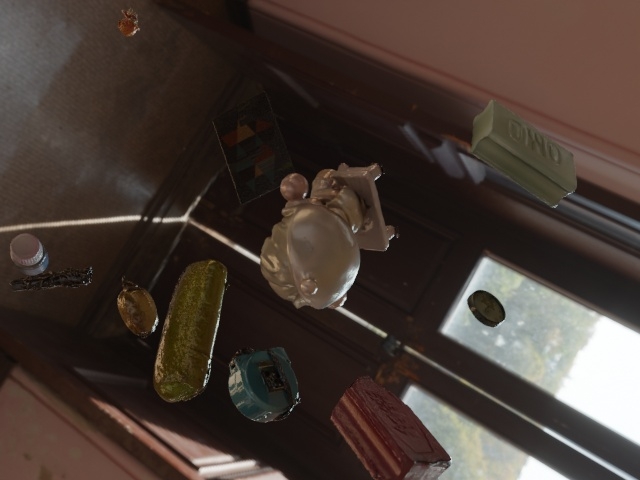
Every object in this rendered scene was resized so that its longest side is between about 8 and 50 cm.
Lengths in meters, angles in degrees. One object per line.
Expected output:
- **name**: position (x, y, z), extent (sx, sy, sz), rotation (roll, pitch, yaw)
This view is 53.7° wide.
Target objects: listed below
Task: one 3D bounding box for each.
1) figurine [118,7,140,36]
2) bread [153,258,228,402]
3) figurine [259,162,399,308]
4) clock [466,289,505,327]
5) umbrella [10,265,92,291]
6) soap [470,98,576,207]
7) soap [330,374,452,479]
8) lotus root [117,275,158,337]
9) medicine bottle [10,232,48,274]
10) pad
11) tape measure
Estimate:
- **figurine**: position (-0.468, -0.537, 1.556), extent (0.047, 0.109, 0.064), rotation (-30, 129, 18)
- **bread**: position (-0.335, 0.217, 1.606), extent (0.166, 0.112, 0.384), rotation (-29, -137, 40)
- **figurine**: position (0.010, 0.005, 0.849), extent (0.257, 0.144, 0.182), rotation (-56, 158, -47)
- **clock**: position (0.336, 0.137, 1.277), extent (0.085, 0.085, 0.017), rotation (-36, 165, -49)
- **umbrella**: position (-0.780, 0.115, 1.830), extent (0.066, 0.235, 0.059), rotation (-100, -177, -77)
- **soap**: position (0.375, -0.161, 1.170), extent (0.066, 0.198, 0.119), rotation (-47, -163, 43)
- **soap**: position (0.126, 0.390, 1.287), extent (0.162, 0.250, 0.099), rotation (15, 113, -45)
- **lotus root**: position (-0.616, 0.219, 2.122), extent (0.118, 0.125, 0.221), rotation (-27, 97, -62)
- **medicine bottle**: position (-0.727, 0.034, 1.575), extent (0.083, 0.083, 0.203), rotation (-53, -172, -20)
- **pad**: position (-0.145, -0.199, 1.359), extent (0.142, 0.212, 0.003), rotation (-24, 167, 16)
- **tape measure**: position (-0.107, 0.265, 1.168), extent (0.125, 0.146, 0.081), rotation (1, 146, -47)
